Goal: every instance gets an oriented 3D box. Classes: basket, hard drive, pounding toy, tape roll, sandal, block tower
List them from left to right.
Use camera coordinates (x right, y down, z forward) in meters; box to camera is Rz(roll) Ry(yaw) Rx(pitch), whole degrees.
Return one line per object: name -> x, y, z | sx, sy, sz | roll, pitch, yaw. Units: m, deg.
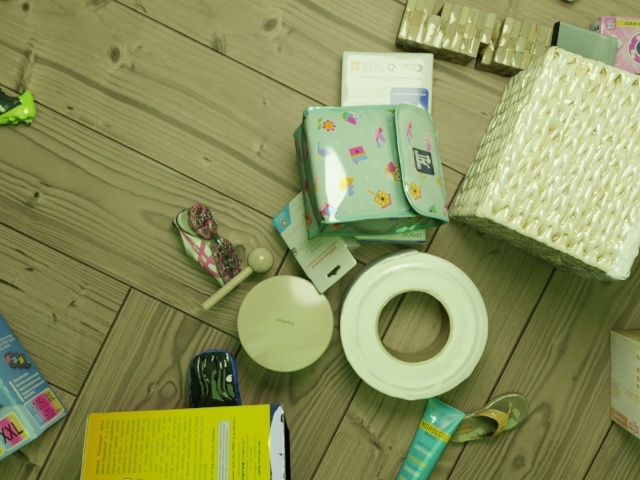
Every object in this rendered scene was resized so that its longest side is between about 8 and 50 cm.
pounding toy -> -0.085, 0.145, 1.345 | 0.237, 0.110, 0.183 | 42, 85, 6
tape roll -> 0.177, 0.160, 1.346 | 0.287, 0.100, 0.286 | 0, 92, 0
block tower -> 0.319, -0.384, 1.329 | 0.336, 0.091, 0.097 | 15, 93, -2
sandal -> 0.336, 0.364, 1.379 | 0.180, 0.049, 0.072 | -20, 92, 0
basket -> 0.430, -0.132, 1.225 | 0.267, 0.328, 0.331 | 24, 92, 1
hard drive -> 0.488, -0.345, 1.281 | 0.135, 0.022, 0.094 | 9, 90, -20

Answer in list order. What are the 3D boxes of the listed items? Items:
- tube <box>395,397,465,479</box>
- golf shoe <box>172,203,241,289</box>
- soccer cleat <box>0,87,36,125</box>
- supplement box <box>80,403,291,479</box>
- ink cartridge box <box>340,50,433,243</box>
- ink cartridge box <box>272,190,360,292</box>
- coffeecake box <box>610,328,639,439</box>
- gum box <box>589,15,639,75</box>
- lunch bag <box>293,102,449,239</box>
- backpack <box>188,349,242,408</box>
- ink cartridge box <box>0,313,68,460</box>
tube -> 0.210, 0.421, 1.380 | 0.080, 0.052, 0.207 | 26, 90, 24
golf shoe -> -0.222, 0.019, 1.361 | 0.086, 0.067, 0.186 | -21, 101, 35
soccer cleat -> -0.649, -0.259, 1.346 | 0.179, 0.060, 0.072 | -5, 83, -7
supplement box -> -0.237, 0.430, 1.272 | 0.357, 0.194, 0.195 | -3, 61, 0
ink cartridge box -> 0.124, -0.180, 1.348 | 0.176, 0.069, 0.370 | 2, 90, 0
ink cartridge box -> 0.000, 0.000, 1.313 | 0.104, 0.060, 0.180 | -42, 71, 25
coffeecake box -> 0.622, 0.275, 1.332 | 0.068, 0.142, 0.185 | -1, 93, 0
gum box -> 0.628, -0.374, 1.346 | 0.189, 0.062, 0.107 | 2, 92, -1
lunch bag -> 0.101, -0.124, 1.234 | 0.263, 0.160, 0.223 | -4, 76, -14
backpack -> -0.209, 0.274, 1.345 | 0.098, 0.101, 0.120 | -9, 85, -4
ink cartridge box -> -0.727, 0.261, 1.318 | 0.270, 0.151, 0.395 | -33, 91, 1
